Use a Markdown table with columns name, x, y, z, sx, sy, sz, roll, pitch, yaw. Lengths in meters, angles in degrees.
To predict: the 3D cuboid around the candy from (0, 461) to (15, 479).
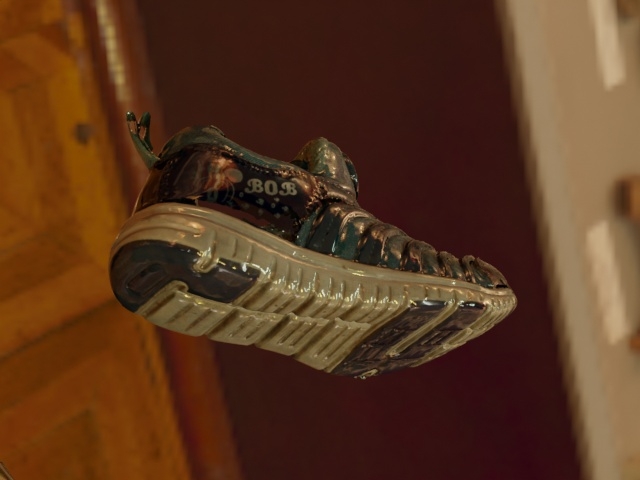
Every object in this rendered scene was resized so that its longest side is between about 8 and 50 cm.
| name | x | y | z | sx | sy | sz | roll | pitch | yaw |
| --- | --- | --- | --- | --- | --- | --- | --- | --- | --- |
| candy | -0.202 | 0.147 | 0.827 | 0.118 | 0.260 | 0.260 | -54 | 129 | -34 |

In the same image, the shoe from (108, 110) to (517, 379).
| name | x | y | z | sx | sy | sz | roll | pitch | yaw |
| --- | --- | --- | --- | --- | --- | --- | --- | --- | --- |
| shoe | 0.000 | 0.000 | 0.944 | 0.207 | 0.091 | 0.106 | 18 | 56 | -24 |
